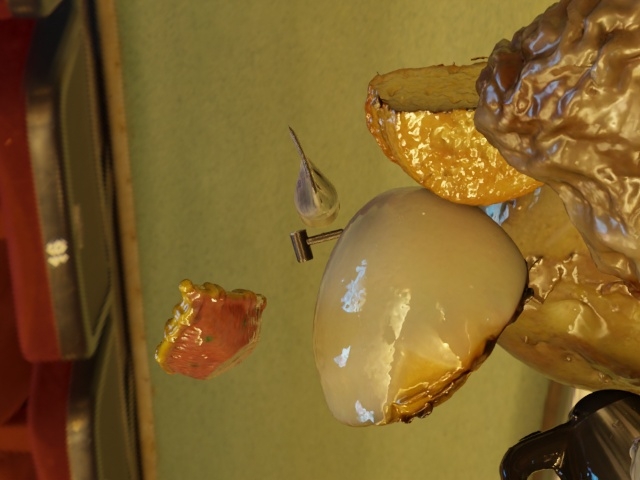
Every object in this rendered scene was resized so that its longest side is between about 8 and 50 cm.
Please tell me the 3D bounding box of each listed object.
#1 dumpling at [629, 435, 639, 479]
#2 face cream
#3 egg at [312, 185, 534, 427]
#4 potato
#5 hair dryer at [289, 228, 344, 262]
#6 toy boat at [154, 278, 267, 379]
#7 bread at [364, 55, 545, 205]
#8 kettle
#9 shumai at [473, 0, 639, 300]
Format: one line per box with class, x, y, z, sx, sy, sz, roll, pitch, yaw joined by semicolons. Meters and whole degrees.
dumpling;0.288;0.168;0.790;0.136;0.118;0.199;26;170;-4
face cream;-0.012;-0.085;1.712;0.070;0.114;0.224;-20;160;-2
egg;0.079;0.060;1.235;0.174;0.286;0.264;46;158;-18
potato;0.359;0.044;1.471;0.442;0.385;0.319;40;106;-13
hair dryer;0.000;0.000;1.649;0.083;0.026;0.047;-16;94;10
toy boat;-0.123;0.099;1.260;0.141;0.318;0.099;-37;87;-6
bread;0.164;-0.111;1.192;0.228;0.143;0.140;-4;112;-5
kettle;0.361;0.302;1.294;0.250;0.271;0.207;-31;148;8
shumai;0.190;-0.051;0.576;0.176;0.205;0.166;67;157;4
